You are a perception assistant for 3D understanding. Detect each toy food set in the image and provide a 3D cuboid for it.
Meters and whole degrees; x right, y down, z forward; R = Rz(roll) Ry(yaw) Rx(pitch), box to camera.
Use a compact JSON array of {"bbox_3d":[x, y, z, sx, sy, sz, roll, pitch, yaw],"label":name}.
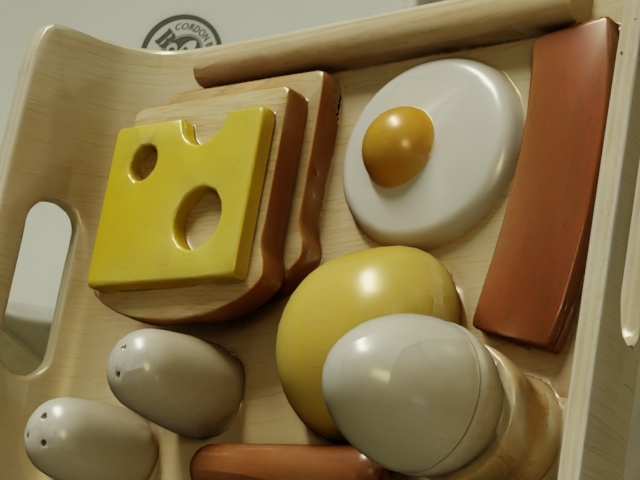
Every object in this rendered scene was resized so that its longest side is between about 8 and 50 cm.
[{"bbox_3d":[-0.017,0.004,0.650,0.306,0.219,0.092,-5,-22,41],"label":"toy food set"}]

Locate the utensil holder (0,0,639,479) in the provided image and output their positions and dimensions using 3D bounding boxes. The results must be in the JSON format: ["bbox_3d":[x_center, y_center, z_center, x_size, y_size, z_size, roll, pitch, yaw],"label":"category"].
[{"bbox_3d":[0.000,0.000,1.097,0.328,0.385,0.327,-15,54,21],"label":"utensil holder"}]
